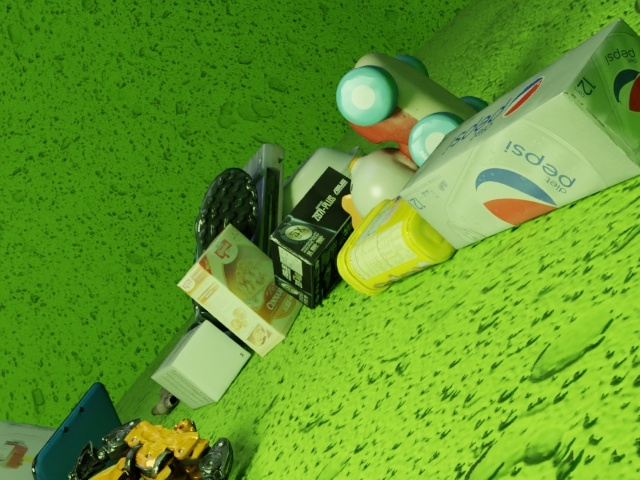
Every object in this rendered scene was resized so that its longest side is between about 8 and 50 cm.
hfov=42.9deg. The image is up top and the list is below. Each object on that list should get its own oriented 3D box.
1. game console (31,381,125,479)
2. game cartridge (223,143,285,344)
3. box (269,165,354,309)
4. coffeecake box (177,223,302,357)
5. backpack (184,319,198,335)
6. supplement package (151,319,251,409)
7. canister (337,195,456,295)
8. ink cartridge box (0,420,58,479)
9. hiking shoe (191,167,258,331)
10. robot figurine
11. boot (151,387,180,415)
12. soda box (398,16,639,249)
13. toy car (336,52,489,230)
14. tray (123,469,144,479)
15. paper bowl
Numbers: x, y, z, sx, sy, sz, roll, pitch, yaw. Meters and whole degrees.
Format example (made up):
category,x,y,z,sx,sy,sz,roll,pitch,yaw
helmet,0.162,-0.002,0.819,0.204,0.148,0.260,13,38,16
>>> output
category,x,y,z,sx,sy,sz,roll,pitch,yaw
game console,-0.481,0.460,1.547,0.250,0.173,0.293,-45,7,22
game cartridge,-0.140,0.014,1.600,0.230,0.068,0.354,-31,53,57
box,0.000,0.000,1.232,0.147,0.078,0.180,-51,-16,-20
coffeecake box,-0.125,0.081,1.365,0.068,0.185,0.142,-44,9,32
backpack,-0.214,0.181,1.723,0.120,0.098,0.101,-47,4,15
supplement package,-0.218,0.228,1.467,0.105,0.105,0.179,-54,9,-27
canister,0.103,-0.010,0.945,0.126,0.073,0.170,-52,9,-26
ink cartridge box,-0.625,0.546,1.588,0.385,0.161,0.279,-155,76,-83
hiking shoe,-0.195,0.012,1.506,0.132,0.113,0.303,-160,80,-67
robot figurine,-0.220,0.313,0.890,0.211,0.085,0.291,5,36,31
boot,-0.324,0.341,1.792,0.087,0.042,0.118,-35,15,38
soda box,0.186,-0.081,0.741,0.098,0.091,0.286,-50,8,-23
toy car,0.092,-0.106,1.097,0.238,0.210,0.219,-59,-8,24
tray,-0.372,0.505,1.063,0.203,0.076,0.411,-43,10,37
paper bowl,-0.006,-0.079,1.676,0.284,0.148,0.284,-47,6,6
